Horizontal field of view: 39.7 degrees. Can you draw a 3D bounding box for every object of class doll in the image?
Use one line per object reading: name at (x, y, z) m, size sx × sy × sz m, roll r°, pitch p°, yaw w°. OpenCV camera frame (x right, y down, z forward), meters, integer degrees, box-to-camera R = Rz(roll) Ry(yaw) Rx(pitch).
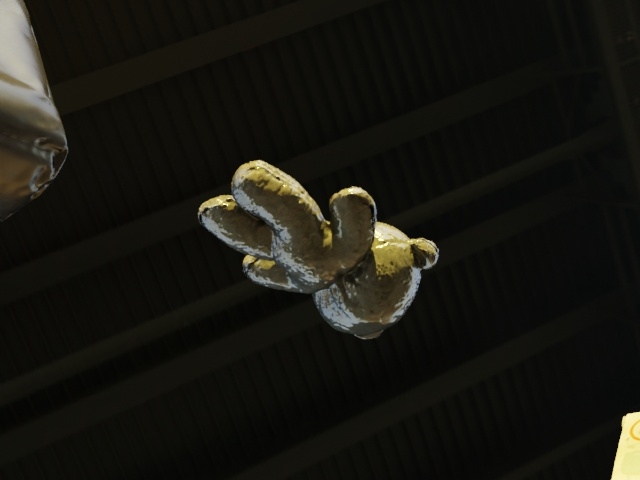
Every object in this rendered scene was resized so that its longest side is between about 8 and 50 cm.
doll at (0.003, -0.004, 1.251) m, size 0.340 × 0.158 × 0.246 m, roll 34°, pitch -52°, yaw -15°

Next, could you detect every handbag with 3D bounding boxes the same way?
handbag at (-0.421, -0.171, 0.848) m, size 0.178 × 0.275 × 0.301 m, roll -38°, pitch -30°, yaw 21°

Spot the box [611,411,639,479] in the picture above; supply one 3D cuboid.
box at (0.385, 0.190, 0.739) m, size 0.079 × 0.269 × 0.135 m, roll 60°, pitch -144°, yaw -15°
